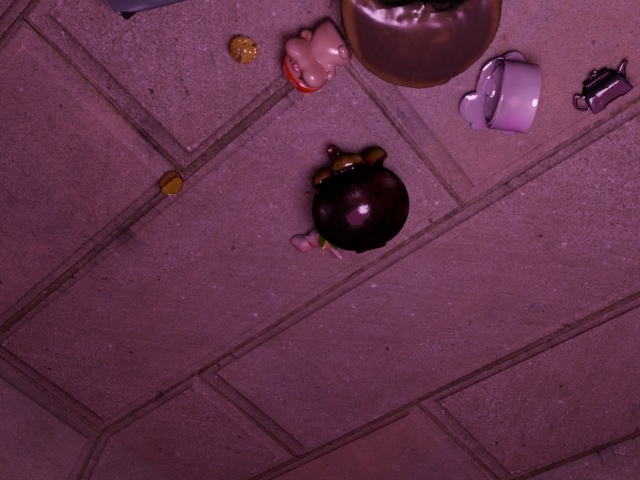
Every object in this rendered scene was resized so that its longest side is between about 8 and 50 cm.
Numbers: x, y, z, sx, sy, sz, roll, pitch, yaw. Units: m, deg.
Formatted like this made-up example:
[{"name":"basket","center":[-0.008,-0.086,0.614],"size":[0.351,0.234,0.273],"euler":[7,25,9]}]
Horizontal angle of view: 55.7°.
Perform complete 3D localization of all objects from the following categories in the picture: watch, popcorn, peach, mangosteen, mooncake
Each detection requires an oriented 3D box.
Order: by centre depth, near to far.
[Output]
[{"name":"mooncake","center":[0.249,-0.610,1.564],"size":[0.394,0.246,0.393],"euler":[35,129,-16]},{"name":"watch","center":[0.514,-0.387,1.697],"size":[0.210,0.218,0.249],"euler":[9,123,1]},{"name":"popcorn","center":[-0.229,-0.552,1.781],"size":[0.084,0.084,0.084],"euler":[3,123,5]},{"name":"mangosteen","center":[0.113,-0.137,1.879],"size":[0.306,0.307,0.347],"euler":[-17,89,17]},{"name":"peach","center":[-0.503,-0.199,2.042],"size":[0.077,0.050,0.083],"euler":[0,136,-21]}]

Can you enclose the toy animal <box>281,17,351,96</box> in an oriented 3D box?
[{"name":"toy animal","center":[-0.016,-0.518,1.717],"size":[0.197,0.171,0.171],"euler":[-35,113,21]}]

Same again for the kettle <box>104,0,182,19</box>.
[{"name":"kettle","center":[-0.479,-0.733,1.646],"size":[0.243,0.160,0.211],"euler":[-10,103,20]}]

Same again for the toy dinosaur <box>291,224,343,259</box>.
[{"name":"toy dinosaur","center":[-0.001,0.005,2.067],"size":[0.194,0.152,0.177],"euler":[23,131,0]}]

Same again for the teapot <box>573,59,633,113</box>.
[{"name":"teapot","center":[0.794,-0.437,1.711],"size":[0.177,0.087,0.096],"euler":[-37,105,26]}]
